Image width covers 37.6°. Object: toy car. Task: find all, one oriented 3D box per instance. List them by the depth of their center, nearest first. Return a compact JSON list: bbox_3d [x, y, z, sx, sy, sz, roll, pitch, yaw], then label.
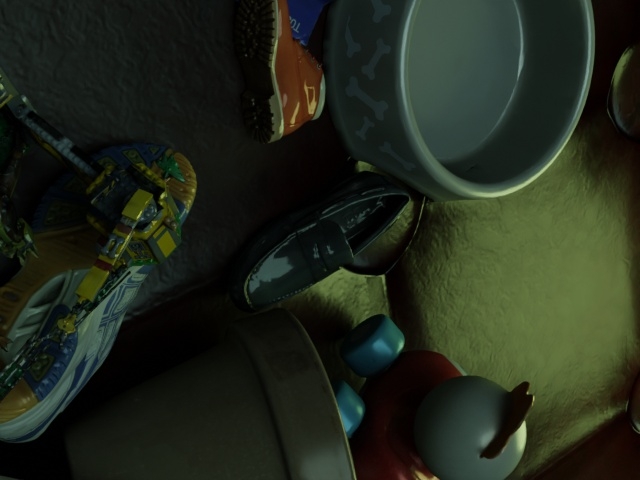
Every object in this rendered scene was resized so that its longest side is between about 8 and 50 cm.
[{"bbox_3d":[0.143,0.189,0.987,0.219,0.238,0.210,49,47,-13],"label":"toy car"}]

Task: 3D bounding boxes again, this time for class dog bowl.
[{"bbox_3d":[0.170,-0.204,1.046,0.349,0.102,0.349,-10,107,-35],"label":"dog bowl"}]

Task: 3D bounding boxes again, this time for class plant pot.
[{"bbox_3d":[-0.111,0.213,0.873,0.229,0.263,0.263,-12,110,-17],"label":"plant pot"}]

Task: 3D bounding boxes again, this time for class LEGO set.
[{"bbox_3d":[-0.269,-0.005,0.648,0.331,0.255,0.192,-40,164,-11],"label":"LEGO set"}]

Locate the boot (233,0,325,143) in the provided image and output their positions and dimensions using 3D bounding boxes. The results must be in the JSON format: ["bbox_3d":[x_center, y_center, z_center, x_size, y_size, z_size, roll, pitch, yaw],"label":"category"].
[{"bbox_3d":[-0.036,-0.182,0.927,0.084,0.059,0.158,-23,123,-34],"label":"boot"}]

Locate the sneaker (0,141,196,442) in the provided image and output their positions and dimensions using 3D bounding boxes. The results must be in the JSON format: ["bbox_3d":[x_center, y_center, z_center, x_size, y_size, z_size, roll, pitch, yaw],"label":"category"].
[{"bbox_3d":[-0.214,0.041,0.832,0.296,0.112,0.131,-56,171,-29],"label":"sneaker"}]

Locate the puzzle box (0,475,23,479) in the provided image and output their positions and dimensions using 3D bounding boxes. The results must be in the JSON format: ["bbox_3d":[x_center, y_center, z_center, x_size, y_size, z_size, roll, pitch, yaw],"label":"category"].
[{"bbox_3d":[-0.162,0.335,0.795,0.409,0.052,0.272,17,120,-13],"label":"puzzle box"}]

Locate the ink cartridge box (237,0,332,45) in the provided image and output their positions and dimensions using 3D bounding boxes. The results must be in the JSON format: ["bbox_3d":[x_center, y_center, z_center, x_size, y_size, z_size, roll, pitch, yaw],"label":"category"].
[{"bbox_3d":[-0.035,-0.333,0.890,0.223,0.045,0.224,27,86,-39],"label":"ink cartridge box"}]

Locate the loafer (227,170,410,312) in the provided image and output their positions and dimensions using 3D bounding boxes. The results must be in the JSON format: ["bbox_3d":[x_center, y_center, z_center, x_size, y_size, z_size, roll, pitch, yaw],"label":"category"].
[{"bbox_3d":[0.000,0.000,0.984,0.223,0.078,0.076,-37,121,-24],"label":"loafer"}]
